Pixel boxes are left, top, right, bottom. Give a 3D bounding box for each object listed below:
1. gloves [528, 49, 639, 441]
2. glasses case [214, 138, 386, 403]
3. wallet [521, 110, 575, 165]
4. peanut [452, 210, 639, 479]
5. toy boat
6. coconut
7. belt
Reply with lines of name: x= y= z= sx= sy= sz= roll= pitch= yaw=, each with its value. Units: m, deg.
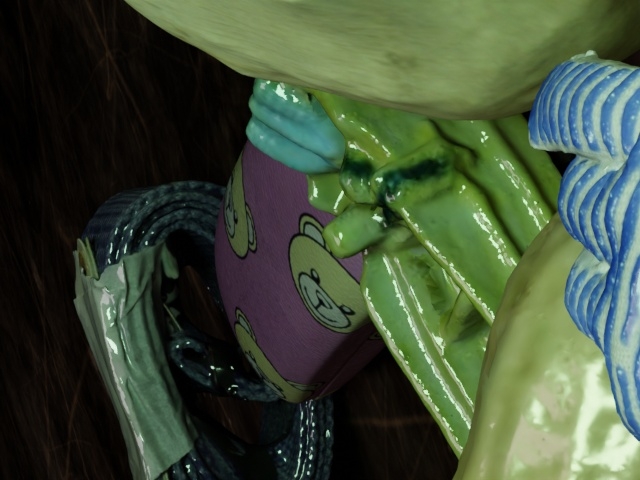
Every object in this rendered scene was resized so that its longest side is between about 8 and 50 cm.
gloves: x=0.121 y=0.012 z=0.432 sx=0.097 sy=0.119 sz=0.229 roll=34 pitch=-174 yaw=-39
glasses case: x=0.000 y=0.000 z=0.937 sx=0.316 sy=0.076 sz=0.123 roll=122 pitch=128 yaw=-67
wallet: x=0.069 y=-0.109 z=0.724 sx=0.082 sy=0.018 sz=0.156 roll=29 pitch=134 yaw=64
peanut: x=0.091 y=0.085 z=0.565 sx=0.256 sy=0.124 sz=0.123 roll=-68 pitch=15 yaw=-9
toy boat: x=0.075 y=0.035 z=0.716 sx=0.276 sy=0.084 sz=0.111 roll=57 pitch=158 yaw=15
coconut: x=0.018 y=-0.144 z=0.558 sx=0.224 sy=0.224 sz=0.224 roll=162 pitch=90 yaw=-72
belt: x=-0.079 y=0.075 z=1.141 sx=0.126 sy=0.140 sz=0.230 roll=-3 pitch=106 yaw=71
